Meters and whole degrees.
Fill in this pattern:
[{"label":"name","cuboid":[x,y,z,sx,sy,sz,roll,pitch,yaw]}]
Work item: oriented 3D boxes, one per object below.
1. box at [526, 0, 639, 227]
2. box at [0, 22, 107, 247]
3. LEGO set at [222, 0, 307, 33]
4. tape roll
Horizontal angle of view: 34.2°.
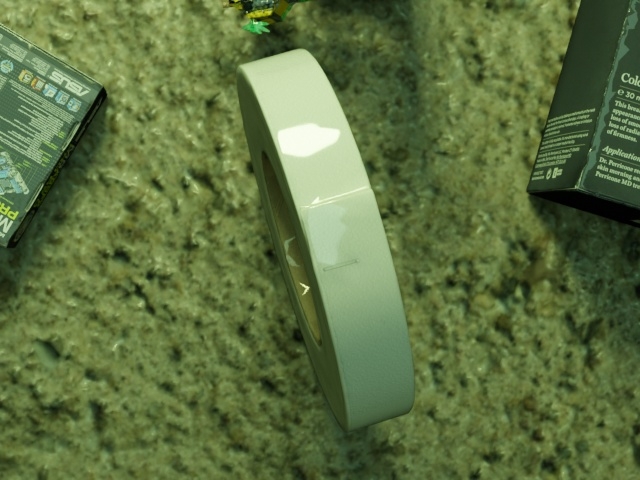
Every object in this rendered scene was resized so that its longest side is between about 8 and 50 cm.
[{"label":"box","cuboid":[0.464,-0.157,1.216,0.343,0.179,0.312,17,89,-7]},{"label":"box","cuboid":[-0.412,-0.150,1.171,0.270,0.060,0.216,30,88,-6]},{"label":"LEGO set","cuboid":[-0.020,-0.387,1.085,0.255,0.192,0.331,2,95,10]},{"label":"tape roll","cuboid":[0.000,0.000,1.056,0.072,0.392,0.392,-16,92,-7]}]
